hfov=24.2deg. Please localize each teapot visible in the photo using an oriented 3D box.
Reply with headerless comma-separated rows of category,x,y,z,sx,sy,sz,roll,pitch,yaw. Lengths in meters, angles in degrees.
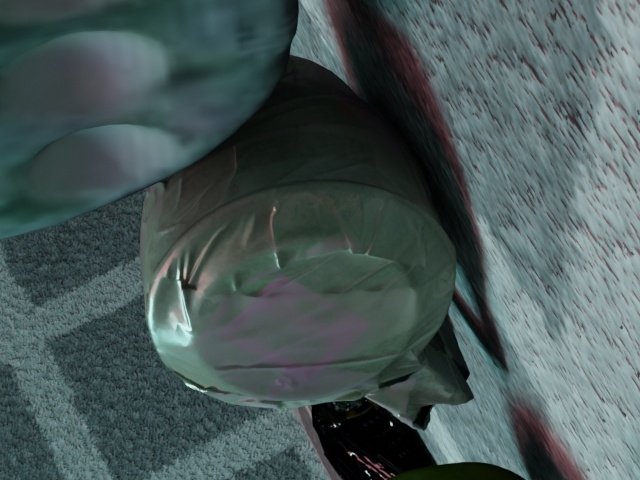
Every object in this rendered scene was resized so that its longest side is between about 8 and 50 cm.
teapot,0.005,-0.010,0.839,0.163,0.222,0.178,-57,31,35

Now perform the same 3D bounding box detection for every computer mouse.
computer mouse,0.047,0.205,1.453,0.241,0.078,0.146,54,176,41

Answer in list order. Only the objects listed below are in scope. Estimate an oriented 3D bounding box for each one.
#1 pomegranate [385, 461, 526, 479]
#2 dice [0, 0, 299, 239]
pomegranate,0.084,0.205,0.862,0.179,0.179,0.210,59,152,37
dice,-0.210,-0.192,0.670,0.328,0.330,0.348,102,147,-69
